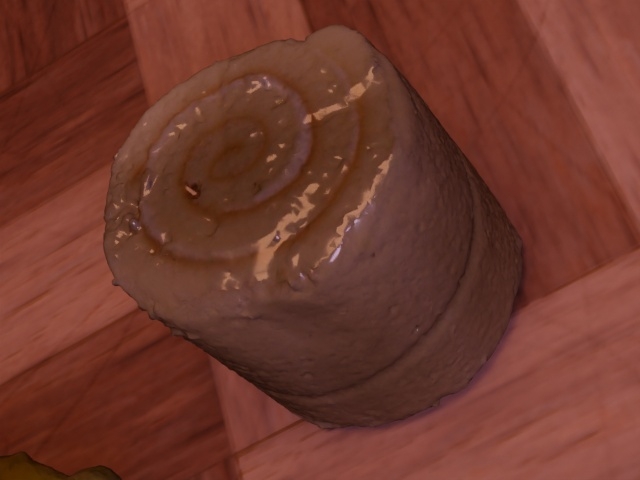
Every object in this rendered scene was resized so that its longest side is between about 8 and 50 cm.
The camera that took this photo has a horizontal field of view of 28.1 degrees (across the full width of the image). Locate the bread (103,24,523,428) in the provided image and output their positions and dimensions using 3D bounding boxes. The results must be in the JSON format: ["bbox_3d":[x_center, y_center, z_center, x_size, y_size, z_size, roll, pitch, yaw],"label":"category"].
[{"bbox_3d":[0.000,0.000,0.574,0.148,0.141,0.134,-27,51,16],"label":"bread"}]

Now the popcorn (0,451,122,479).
[{"bbox_3d":[-0.148,0.191,0.533,0.197,0.197,0.155,-36,35,8],"label":"popcorn"}]
